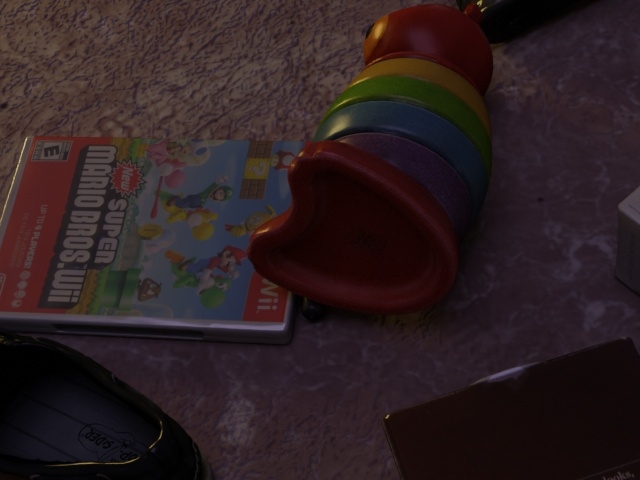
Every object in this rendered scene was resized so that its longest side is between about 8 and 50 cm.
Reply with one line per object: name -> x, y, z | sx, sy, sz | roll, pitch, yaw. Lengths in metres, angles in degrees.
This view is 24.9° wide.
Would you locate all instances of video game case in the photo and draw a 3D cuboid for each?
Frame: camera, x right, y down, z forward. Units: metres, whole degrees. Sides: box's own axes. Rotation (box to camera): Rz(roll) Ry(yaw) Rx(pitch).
video game case -> -0.152, -0.006, 1.297 | 0.285, 0.025, 0.204 | 2, 56, 11

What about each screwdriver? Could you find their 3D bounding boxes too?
screwdriver -> 0.000, 0.000, 1.275 | 0.024, 0.025, 0.170 | -2, 47, 10

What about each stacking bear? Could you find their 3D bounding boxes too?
stacking bear -> 0.072, -0.092, 1.242 | 0.164, 0.175, 0.289 | 26, 50, -5

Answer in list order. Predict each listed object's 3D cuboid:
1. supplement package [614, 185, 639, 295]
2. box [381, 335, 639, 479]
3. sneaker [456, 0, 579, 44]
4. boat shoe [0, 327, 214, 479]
supplement package -> 0.336, -0.024, 1.173 | 0.179, 0.105, 0.105 | -39, 58, -17
box -> 0.187, 0.269, 0.962 | 0.191, 0.143, 0.381 | -18, 52, 1
sneaker -> 0.224, -0.287, 1.384 | 0.227, 0.087, 0.130 | -26, 62, -1
boat shoe -> -0.244, 0.128, 1.167 | 0.340, 0.113, 0.127 | 27, 64, 25
